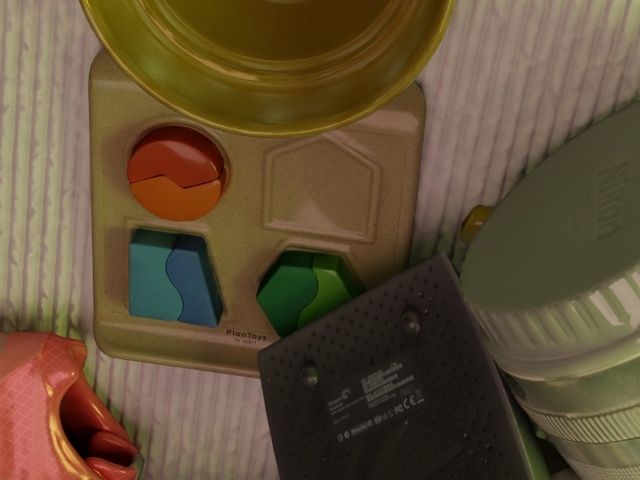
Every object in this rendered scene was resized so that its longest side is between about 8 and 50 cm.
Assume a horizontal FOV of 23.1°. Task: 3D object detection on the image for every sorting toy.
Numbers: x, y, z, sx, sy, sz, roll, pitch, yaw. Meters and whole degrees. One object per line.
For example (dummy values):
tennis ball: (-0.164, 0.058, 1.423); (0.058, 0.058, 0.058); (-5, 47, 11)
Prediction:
sorting toy: (0.000, 0.000, 1.010); (0.307, 0.041, 0.229); (8, 120, 5)

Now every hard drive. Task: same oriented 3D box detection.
hard drive: (0.061, 0.153, 0.954); (0.172, 0.254, 0.054); (-31, 152, 28)

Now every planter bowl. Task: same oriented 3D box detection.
planter bowl: (-0.026, -0.174, 0.886); (0.217, 0.090, 0.217); (4, 120, 8)

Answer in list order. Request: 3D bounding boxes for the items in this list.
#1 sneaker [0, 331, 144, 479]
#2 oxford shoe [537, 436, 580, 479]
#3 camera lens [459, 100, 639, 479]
sneaker: (-0.183, 0.199, 1.111); (0.136, 0.116, 0.313); (-10, 117, 13)
oxford shoe: (0.073, 0.285, 1.121); (0.130, 0.169, 0.449); (47, 135, 30)
camera lens: (0.238, 0.074, 0.910); (0.219, 0.219, 0.274); (-31, 110, 23)
